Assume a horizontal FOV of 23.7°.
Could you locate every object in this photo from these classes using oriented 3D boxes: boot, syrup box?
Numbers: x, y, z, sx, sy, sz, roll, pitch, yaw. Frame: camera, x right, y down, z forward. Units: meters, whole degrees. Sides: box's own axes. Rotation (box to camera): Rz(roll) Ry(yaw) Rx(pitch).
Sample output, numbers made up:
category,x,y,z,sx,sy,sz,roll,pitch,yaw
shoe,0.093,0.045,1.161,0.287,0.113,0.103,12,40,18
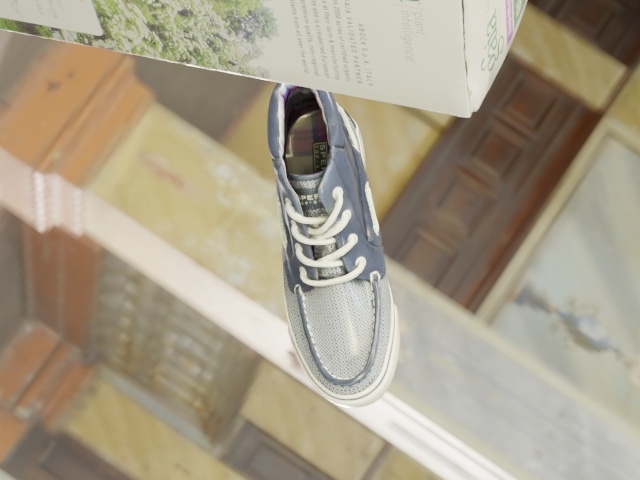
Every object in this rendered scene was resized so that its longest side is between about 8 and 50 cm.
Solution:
category,x,y,z,sx,sy,sz,roll,pitch,yaw
boot,0.000,0.000,0.891,0.086,0.069,0.190,51,27,-70
syrup box,-0.042,-0.129,0.569,0.093,0.237,0.096,78,28,-54
